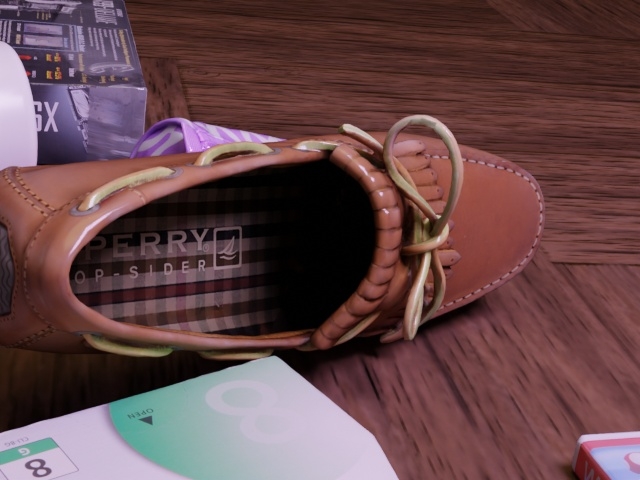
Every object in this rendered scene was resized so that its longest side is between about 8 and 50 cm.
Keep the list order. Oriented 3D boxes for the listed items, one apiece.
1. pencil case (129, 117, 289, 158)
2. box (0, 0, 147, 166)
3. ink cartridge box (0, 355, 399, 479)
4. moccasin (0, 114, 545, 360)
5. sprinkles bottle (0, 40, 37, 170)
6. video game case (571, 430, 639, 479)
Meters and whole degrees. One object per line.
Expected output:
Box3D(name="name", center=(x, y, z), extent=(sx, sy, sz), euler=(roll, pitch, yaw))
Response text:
Box3D(name="pencil case", center=(-0.027, -0.031, 0.767), extent=(0.206, 0.088, 0.086), euler=(3, 66, -42))
Box3D(name="box", center=(-0.289, -0.155, 1.033), extent=(0.243, 0.076, 0.307), euler=(1, 25, -15))
Box3D(name="ink cartridge box", center=(-0.032, 0.138, 0.481), extent=(0.181, 0.056, 0.225), euler=(-12, 28, -36))
Box3D(name="moccasin", center=(0.000, -0.003, 0.644), extent=(0.380, 0.139, 0.147), euler=(2, 4, -41))
Box3D(name="sprinkles bottle", center=(-0.373, -0.064, 0.750), extent=(0.356, 0.121, 0.121), euler=(-8, 28, -31))
Box3D(name="video game case", center=(0.269, 0.172, 0.522), extent=(0.204, 0.025, 0.285), euler=(-1, 25, -17))
